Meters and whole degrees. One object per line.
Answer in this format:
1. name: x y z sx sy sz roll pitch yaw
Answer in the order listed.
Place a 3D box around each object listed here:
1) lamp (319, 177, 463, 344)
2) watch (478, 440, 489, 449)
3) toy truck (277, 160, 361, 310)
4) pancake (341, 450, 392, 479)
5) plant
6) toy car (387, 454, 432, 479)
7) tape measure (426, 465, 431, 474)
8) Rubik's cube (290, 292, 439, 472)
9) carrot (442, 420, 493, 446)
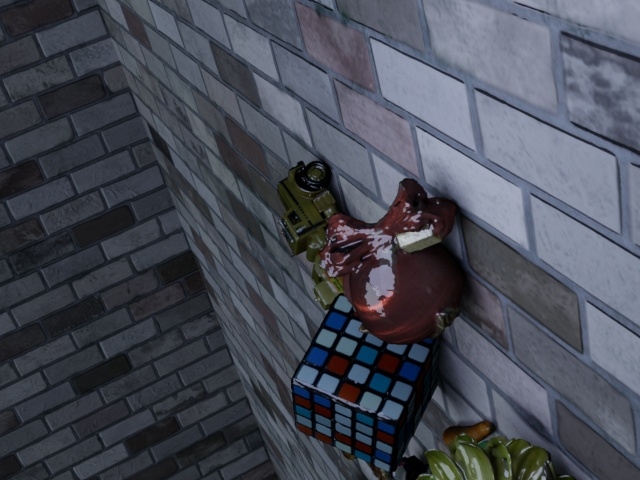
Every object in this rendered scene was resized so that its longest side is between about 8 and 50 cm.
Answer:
1. lamp: 0.112 0.049 1.186 0.223 0.215 0.151 37 -139 -39
2. watch: 0.226 0.399 1.380 0.131 0.152 0.165 57 162 16
3. toy truck: 0.003 -0.004 1.537 0.127 0.127 0.257 98 147 -66
4. pancake: 0.113 0.509 2.118 0.244 0.057 0.266 61 164 11
5. plant: 0.227 0.386 1.155 0.306 0.261 0.297 39 -174 39
6. toy car: 0.219 0.556 1.734 0.301 0.118 0.193 57 166 28
7. tape measure: 0.211 0.456 1.605 0.180 0.104 0.107 47 161 47
8. Rubik's cube: 0.072 0.224 1.431 0.184 0.182 0.187 20 146 19
9. carrot: 0.236 0.303 1.422 0.037 0.037 0.190 62 161 9
